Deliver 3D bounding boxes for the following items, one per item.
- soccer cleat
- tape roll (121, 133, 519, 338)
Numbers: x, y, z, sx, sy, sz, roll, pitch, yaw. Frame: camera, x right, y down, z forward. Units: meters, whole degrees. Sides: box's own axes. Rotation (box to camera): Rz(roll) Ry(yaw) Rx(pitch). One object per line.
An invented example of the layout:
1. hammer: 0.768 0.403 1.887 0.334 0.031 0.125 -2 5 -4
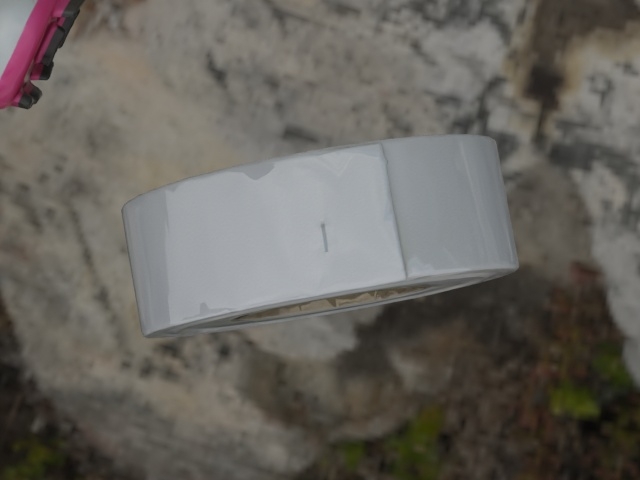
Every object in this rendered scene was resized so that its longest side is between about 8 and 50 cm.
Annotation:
1. soccer cleat: -0.204 -0.187 1.169 0.143 0.331 0.116 25 118 -12
2. tape roll: 0.000 0.000 1.407 0.286 0.100 0.286 -9 175 -1
